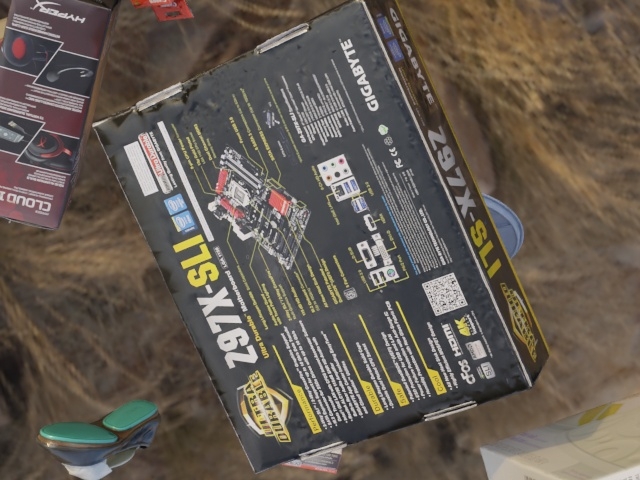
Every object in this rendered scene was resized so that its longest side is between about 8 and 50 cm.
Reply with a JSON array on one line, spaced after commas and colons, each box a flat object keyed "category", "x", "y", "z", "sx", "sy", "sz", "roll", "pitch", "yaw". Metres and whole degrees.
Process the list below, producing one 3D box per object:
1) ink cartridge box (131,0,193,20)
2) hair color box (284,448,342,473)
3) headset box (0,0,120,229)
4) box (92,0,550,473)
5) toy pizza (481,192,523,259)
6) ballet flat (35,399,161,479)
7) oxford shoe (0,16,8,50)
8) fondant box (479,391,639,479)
[{"category": "ink cartridge box", "x": -0.213, "y": -0.317, "z": 1.556, "sx": 0.063, "sy": 0.029, "sz": 0.115, "roll": 1, "pitch": 135, "yaw": 35}, {"category": "hair color box", "x": -0.008, "y": 0.296, "z": 2.031, "sx": 0.093, "sy": 0.167, "sz": 0.053, "roll": 10, "pitch": 128, "yaw": -2}, {"category": "headset box", "x": -0.319, "y": -0.163, "z": 1.446, "sx": 0.110, "sy": 0.218, "sz": 0.293, "roll": 14, "pitch": 109, "yaw": -10}, {"category": "box", "x": 0.000, "y": 0.000, "z": 0.981, "sx": 0.257, "sy": 0.322, "sz": 0.079, "roll": -22, "pitch": -173, "yaw": 27}, {"category": "toy pizza", "x": 0.097, "y": -0.010, "z": 1.212, "sx": 0.201, "sy": 0.032, "sz": 0.201, "roll": 2, "pitch": 151, "yaw": 1}, {"category": "ballet flat", "x": -0.348, "y": 0.328, "z": 1.978, "sx": 0.280, "sy": 0.095, "sz": 0.096, "roll": -6, "pitch": 110, "yaw": -60}, {"category": "oxford shoe", "x": -0.426, "y": -0.232, "z": 1.648, "sx": 0.348, "sy": 0.130, "sz": 0.123, "roll": -9, "pitch": 119, "yaw": 20}, {"category": "fondant box", "x": 0.337, "y": 0.189, "z": 1.096, "sx": 0.330, "sy": 0.096, "sz": 0.238, "roll": -15, "pitch": -179, "yaw": -12}]
